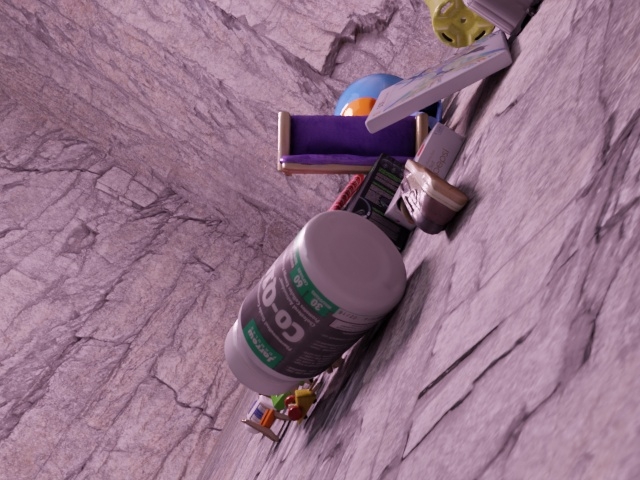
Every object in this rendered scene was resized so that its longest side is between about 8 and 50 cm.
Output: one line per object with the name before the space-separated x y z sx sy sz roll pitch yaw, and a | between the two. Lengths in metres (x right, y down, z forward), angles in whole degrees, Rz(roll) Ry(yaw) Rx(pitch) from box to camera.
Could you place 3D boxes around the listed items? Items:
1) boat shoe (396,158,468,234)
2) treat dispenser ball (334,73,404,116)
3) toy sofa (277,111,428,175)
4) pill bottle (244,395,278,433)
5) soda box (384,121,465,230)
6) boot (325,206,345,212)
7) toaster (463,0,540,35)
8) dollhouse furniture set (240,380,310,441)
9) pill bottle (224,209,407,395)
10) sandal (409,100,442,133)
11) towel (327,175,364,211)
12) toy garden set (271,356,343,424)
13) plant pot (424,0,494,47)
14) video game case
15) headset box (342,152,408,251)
boat shoe | 0.174 -0.071 1.250 0.092 0.103 0.285 -55 9 8
treat dispenser ball | 0.184 -0.367 2.258 0.288 0.288 0.288 -60 3 4
toy sofa | 0.078 -0.236 1.790 0.177 0.363 0.150 27 -115 -86
pill bottle | -0.154 0.458 1.953 0.120 0.067 0.067 -58 3 27
soda box | 0.213 -0.131 1.501 0.216 0.069 0.074 -60 3 -19
boot | 0.000 0.000 2.075 0.223 0.118 0.338 -31 9 -11
toaster | 0.405 -0.549 1.639 0.129 0.147 0.227 -59 3 30
dollhouse furniture set | -0.108 0.328 1.755 0.262 0.135 0.259 -60 3 -16
pill bottle | -0.023 0.126 1.317 0.361 0.204 0.204 -50 8 42
sandal | 0.286 -0.335 1.985 0.138 0.126 0.317 -52 15 44
towel | 0.022 -0.053 1.857 0.199 0.031 0.275 -53 2 34
toy garden set | -0.003 0.255 1.495 0.244 0.049 0.204 -52 12 1
plant pot | 0.430 -0.717 2.194 0.276 0.276 0.253 123 165 -44
video game case | 0.268 -0.365 1.655 0.329 0.036 0.300 -24 17 21
headset box | 0.107 -0.024 1.646 0.246 0.131 0.283 -57 3 44
